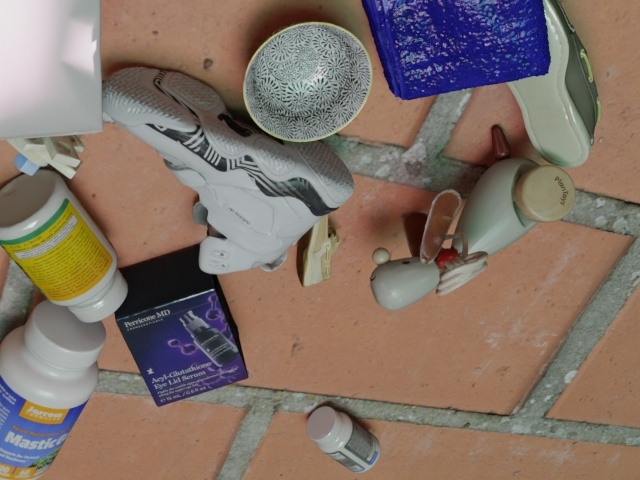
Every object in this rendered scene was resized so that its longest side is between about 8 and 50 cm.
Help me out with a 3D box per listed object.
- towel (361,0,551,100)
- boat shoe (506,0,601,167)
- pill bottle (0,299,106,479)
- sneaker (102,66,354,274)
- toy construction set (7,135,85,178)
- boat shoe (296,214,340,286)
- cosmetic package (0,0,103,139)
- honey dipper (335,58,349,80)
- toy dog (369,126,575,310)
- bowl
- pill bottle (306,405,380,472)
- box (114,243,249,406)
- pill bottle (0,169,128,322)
[{"bbox_3d":[0.151,-0.312,1.235,0.227,0.076,0.308,-6,134,21],"label":"towel"},{"bbox_3d":[0.315,-0.242,1.384,0.109,0.091,0.305,5,137,37],"label":"boat shoe"},{"bbox_3d":[-0.421,0.221,1.488,0.152,0.152,0.272,17,122,-28],"label":"pill bottle"},{"bbox_3d":[-0.151,-0.076,1.340,0.365,0.137,0.210,22,121,-28],"label":"sneaker"},{"bbox_3d":[-0.437,-0.080,1.195,0.327,0.215,0.151,-35,131,11],"label":"toy construction set"},{"bbox_3d":[0.000,0.000,1.505,0.059,0.063,0.170,-8,139,-15],"label":"boat shoe"},{"bbox_3d":[-0.313,-0.315,1.008,0.156,0.217,0.385,-9,129,-20],"label":"cosmetic package"},{"bbox_3d":[0.015,-0.190,1.375,0.030,0.030,0.161,11,128,-25],"label":"honey dipper"},{"bbox_3d":[0.208,-0.046,1.458,0.333,0.161,0.220,-30,179,-30],"label":"toy dog"},{"bbox_3d":[-0.024,-0.220,1.299,0.170,0.080,0.170,-9,129,-11],"label":"bowl"},{"bbox_3d":[0.040,0.354,1.790,0.078,0.078,0.137,-37,129,13],"label":"pill bottle"},{"bbox_3d":[-0.211,0.129,1.508,0.153,0.108,0.207,-18,132,-2],"label":"box"},{"bbox_3d":[-0.350,0.014,1.365,0.117,0.118,0.208,-25,132,4],"label":"pill bottle"}]
